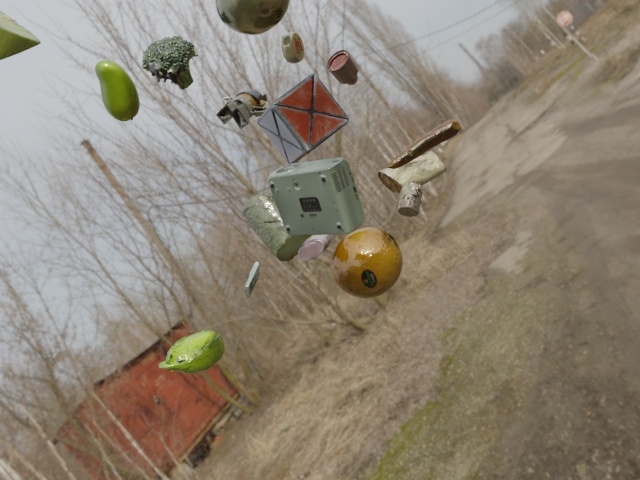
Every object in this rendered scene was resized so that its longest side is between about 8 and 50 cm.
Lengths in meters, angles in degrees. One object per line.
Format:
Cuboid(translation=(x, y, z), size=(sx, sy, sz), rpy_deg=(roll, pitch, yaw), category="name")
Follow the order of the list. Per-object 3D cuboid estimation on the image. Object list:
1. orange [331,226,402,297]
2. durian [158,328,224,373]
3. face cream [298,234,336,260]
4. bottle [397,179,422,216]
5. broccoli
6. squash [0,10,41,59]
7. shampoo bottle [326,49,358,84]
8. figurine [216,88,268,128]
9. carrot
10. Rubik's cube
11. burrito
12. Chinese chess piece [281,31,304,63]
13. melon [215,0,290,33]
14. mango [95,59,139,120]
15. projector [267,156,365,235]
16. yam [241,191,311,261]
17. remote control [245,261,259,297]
Cuboid(translation=(0.174, 0.083, 1.877), size=(0.274, 0.274, 0.274), rpy_deg=(-42, -3, -3), category="orange")
Cuboid(translation=(-0.372, 0.340, 1.525), size=(0.139, 0.101, 0.250), rpy_deg=(-7, 12, 15), category="durian")
Cuboid(translation=(0.000, 0.000, 1.863), size=(0.107, 0.073, 0.269), rpy_deg=(-32, 6, 21), category="face cream")
Cuboid(translation=(0.381, -0.185, 2.115), size=(0.099, 0.099, 0.152), rpy_deg=(131, 157, -68), category="bottle")
Cuboid(translation=(-0.664, -0.767, 2.249), size=(0.263, 0.246, 0.243), rpy_deg=(-16, -24, 9), category="broccoli")
Cuboid(translation=(-1.063, -0.641, 1.601), size=(0.154, 0.237, 0.204), rpy_deg=(-60, -15, 19), category="squash")
Cuboid(translation=(0.103, -0.713, 2.106), size=(0.102, 0.064, 0.260), rpy_deg=(-40, -9, 14), category="shampoo bottle")
Cuboid(translation=(-0.397, -0.712, 2.675), size=(0.308, 0.308, 0.143), rpy_deg=(-40, -15, -39), category="figurine")
Cuboid(translation=(0.382, -0.353, 1.879), size=(0.314, 0.066, 0.066), rpy_deg=(-33, -3, -2), category="carrot")
Cuboid(translation=(-0.082, -0.505, 2.126), size=(0.259, 0.254, 0.260), rpy_deg=(-41, 9, -22), category="Rubik's cube")
Cuboid(translation=(0.425, -0.308, 2.338), size=(0.300, 0.143, 0.105), rpy_deg=(-23, -8, -11), category="burrito")
Cuboid(translation=(-0.112, -0.788, 2.058), size=(0.051, 0.122, 0.122), rpy_deg=(0, 17, 24), category="Chinese chess piece")
Cuboid(translation=(-0.258, -0.922, 1.905), size=(0.268, 0.268, 0.330), rpy_deg=(-41, 23, -29), category="melon")
Cuboid(translation=(-0.970, -0.714, 2.404), size=(0.175, 0.293, 0.143), rpy_deg=(-11, 30, 4), category="mango")
Cuboid(translation=(-0.017, -0.122, 1.446), size=(0.251, 0.198, 0.108), rpy_deg=(0, 28, 40), category="projector")
Cuboid(translation=(-0.189, -0.074, 2.157), size=(0.195, 0.300, 0.195), rpy_deg=(-36, -19, -14), category="yam")
Cuboid(translation=(-0.272, 0.153, 2.001), size=(0.162, 0.029, 0.061), rpy_deg=(-72, -16, -54), category="remote control")
